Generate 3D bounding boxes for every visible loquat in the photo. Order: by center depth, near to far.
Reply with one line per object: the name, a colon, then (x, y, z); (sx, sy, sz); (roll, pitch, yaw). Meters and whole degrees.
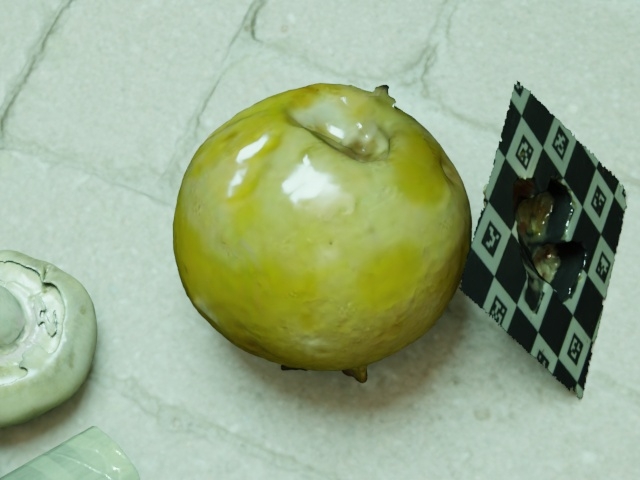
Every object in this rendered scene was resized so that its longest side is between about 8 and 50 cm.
loquat: (0.000, 0.000, 1.009); (0.244, 0.244, 0.243); (-1, 70, 4)

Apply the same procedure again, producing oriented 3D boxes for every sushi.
sushi: (0.167, 0.000, 1.032); (0.040, 0.210, 0.192); (2, 66, 40)

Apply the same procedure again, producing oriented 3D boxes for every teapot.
teapot: (-0.238, 0.232, 0.988); (0.200, 0.107, 0.077); (-27, 58, -37)

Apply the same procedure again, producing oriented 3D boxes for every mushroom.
mushroom: (-0.260, 0.076, 1.055); (0.154, 0.122, 0.154); (-2, 60, 3)
